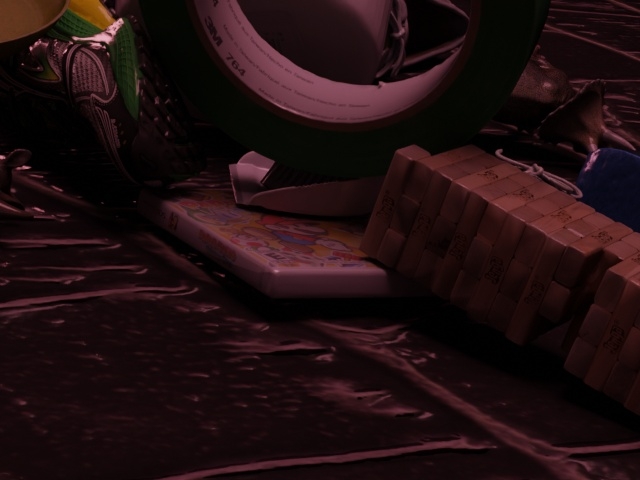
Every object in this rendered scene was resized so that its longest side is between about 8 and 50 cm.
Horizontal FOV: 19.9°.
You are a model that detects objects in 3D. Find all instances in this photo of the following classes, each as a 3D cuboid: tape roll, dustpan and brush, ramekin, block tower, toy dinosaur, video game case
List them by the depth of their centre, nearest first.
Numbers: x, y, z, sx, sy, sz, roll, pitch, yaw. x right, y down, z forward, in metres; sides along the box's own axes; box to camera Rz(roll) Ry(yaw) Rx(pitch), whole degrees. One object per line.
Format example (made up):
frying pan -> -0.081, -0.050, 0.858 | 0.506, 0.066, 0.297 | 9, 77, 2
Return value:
block tower -> 0.196, 0.040, 1.323 | 0.335, 0.091, 0.097 | 31, 26, 23
tape roll -> 0.017, -0.207, 1.405 | 0.321, 0.321, 0.077 | 16, 32, 10
video game case -> 0.000, 0.000, 1.451 | 0.227, 0.026, 0.206 | 0, 18, -36
dustpan and brush -> 0.035, -0.057, 1.522 | 0.211, 0.060, 0.147 | 9, 15, -8
ramekin -> -0.063, -0.224, 1.711 | 0.277, 0.277, 0.135 | 10, 57, -8
toy dinosaur -> 0.182, -0.162, 1.928 | 0.313, 0.121, 0.160 | 15, 5, -6

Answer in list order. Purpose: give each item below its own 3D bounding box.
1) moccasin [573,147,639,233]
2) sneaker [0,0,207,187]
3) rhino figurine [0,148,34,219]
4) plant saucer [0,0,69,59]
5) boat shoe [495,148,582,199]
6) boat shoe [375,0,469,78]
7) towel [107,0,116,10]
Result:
moccasin -> 0.354, -0.005, 1.561 | 0.117, 0.138, 0.342 | 13, 19, -32
sneaker -> -0.203, -0.114, 1.548 | 0.146, 0.134, 0.343 | -33, 30, -10
rhino figurine -> -0.309, -0.067, 1.394 | 0.243, 0.073, 0.106 | 25, 25, 27
plant saucer -> -0.331, -0.199, 1.523 | 0.241, 0.037, 0.241 | 7, 31, -4
boat shoe -> 0.174, -0.025, 1.584 | 0.095, 0.079, 0.254 | 17, 19, 15
boat shoe -> 0.087, -0.251, 2.132 | 0.103, 0.118, 0.320 | 15, 11, 18
towel -> -0.131, -0.276, 1.789 | 0.243, 0.336, 0.040 | 8, 59, 0
